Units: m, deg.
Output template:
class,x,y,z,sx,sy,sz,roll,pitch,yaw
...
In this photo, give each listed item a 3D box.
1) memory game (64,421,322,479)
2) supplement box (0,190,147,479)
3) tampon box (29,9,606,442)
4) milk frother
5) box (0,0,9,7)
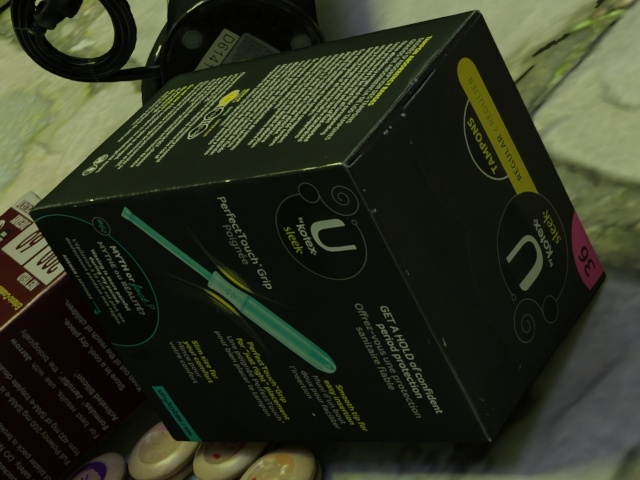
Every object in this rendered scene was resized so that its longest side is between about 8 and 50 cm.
class,x,y,z,sx,sy,sz,roll,pitch,yaw
memory game,-0.078,0.134,0.699,0.186,0.012,0.186,-27,30,17
supplement box,-0.180,0.090,0.803,0.239,0.073,0.130,-43,24,-11
tampon box,0.000,0.000,0.688,0.161,0.120,0.101,-6,32,42
milk frother,-0.077,-0.128,0.948,0.129,0.143,0.135,-35,30,17
box,-0.324,-0.254,1.296,0.213,0.243,0.117,-42,30,-8
